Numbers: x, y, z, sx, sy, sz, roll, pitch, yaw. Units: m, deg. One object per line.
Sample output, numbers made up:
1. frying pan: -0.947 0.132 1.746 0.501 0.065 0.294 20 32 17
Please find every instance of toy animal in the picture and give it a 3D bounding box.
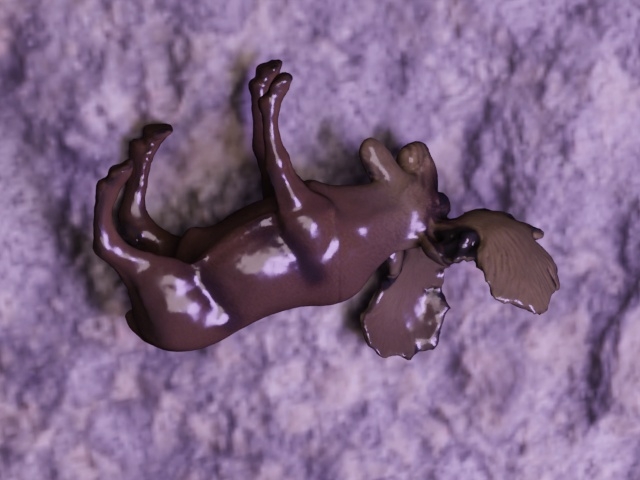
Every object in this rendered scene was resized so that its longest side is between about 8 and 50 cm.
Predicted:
1. toy animal: 0.000 0.000 0.987 0.214 0.094 0.186 -27 105 -4
